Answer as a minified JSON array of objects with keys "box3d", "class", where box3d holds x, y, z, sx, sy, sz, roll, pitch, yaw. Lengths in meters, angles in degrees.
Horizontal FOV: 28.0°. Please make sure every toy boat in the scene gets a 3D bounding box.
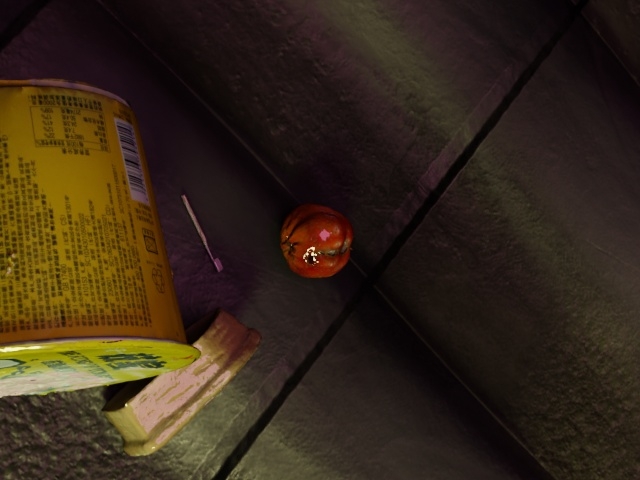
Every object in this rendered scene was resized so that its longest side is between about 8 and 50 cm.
[{"box3d":[-0.145,0.143,1.368,0.188,0.116,0.061,-44,99,-23],"class":"toy boat"}]

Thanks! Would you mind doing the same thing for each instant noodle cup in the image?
[{"box3d":[-0.285,0.006,1.208,0.325,0.325,0.254,-1,77,-28],"class":"instant noodle cup"}]

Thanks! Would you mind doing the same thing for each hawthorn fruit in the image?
[{"box3d":[0.000,0.000,1.478,0.093,0.093,0.093,3,84,-28],"class":"hawthorn fruit"}]

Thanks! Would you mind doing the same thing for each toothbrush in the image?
[{"box3d":[-0.134,-0.008,1.448,0.008,0.006,0.097,-30,100,-28],"class":"toothbrush"}]
